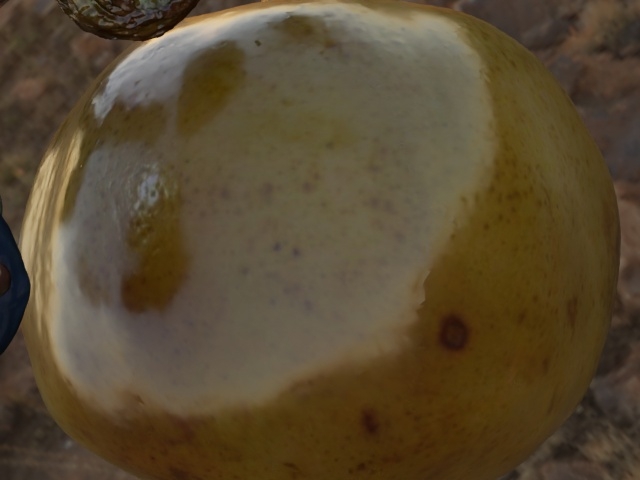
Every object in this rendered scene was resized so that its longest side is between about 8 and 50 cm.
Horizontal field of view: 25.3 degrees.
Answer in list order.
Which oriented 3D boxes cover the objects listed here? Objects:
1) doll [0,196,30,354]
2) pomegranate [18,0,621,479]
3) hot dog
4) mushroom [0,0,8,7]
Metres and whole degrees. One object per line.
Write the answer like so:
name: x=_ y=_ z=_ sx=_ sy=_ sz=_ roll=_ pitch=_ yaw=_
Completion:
doll: x=-0.252 y=-0.026 z=0.687 sx=0.154 sy=0.258 sz=0.228 roll=-34 pitch=2 yaw=37
pomegranate: x=0.000 y=0.000 z=0.981 sx=0.417 sy=0.416 sz=0.416 roll=-28 pitch=37 yaw=24
hot dog: x=-0.111 y=-0.172 z=0.810 sx=0.147 sy=0.099 sz=0.065 roll=-90 pitch=25 yaw=-52
mushroom: x=-0.349 y=-0.280 z=1.260 sx=0.267 sy=0.254 sz=0.267 roll=-6 pitch=31 yaw=4
